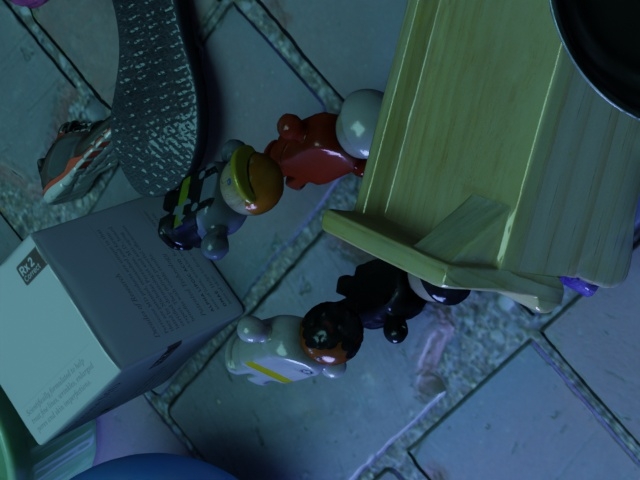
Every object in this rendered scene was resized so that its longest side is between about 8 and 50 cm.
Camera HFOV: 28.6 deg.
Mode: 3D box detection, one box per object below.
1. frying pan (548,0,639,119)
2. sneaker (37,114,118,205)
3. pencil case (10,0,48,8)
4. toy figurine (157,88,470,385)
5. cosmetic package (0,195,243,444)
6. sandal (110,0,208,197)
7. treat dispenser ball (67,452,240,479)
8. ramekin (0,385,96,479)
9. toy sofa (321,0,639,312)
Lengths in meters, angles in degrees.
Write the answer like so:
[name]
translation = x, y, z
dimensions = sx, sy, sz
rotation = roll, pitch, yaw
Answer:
[frying pan]
translation = 0.288, -0.165, 0.785
dimensions = 0.053, 0.326, 0.197
rotation = -157, 69, -75
[sneaker]
translation = -0.237, -0.096, 1.239
dimensions = 0.158, 0.061, 0.065
rotation = -36, 75, 35
[pencil case]
translation = -0.188, -0.265, 1.087
dimensions = 0.209, 0.095, 0.098
rotation = -13, 113, 13
[toy figurine]
translation = 0.000, 0.000, 1.010
dimensions = 0.148, 0.209, 0.213
rotation = -21, 93, 47
[cosmetic package]
translation = -0.207, 0.070, 1.190
dimensions = 0.151, 0.183, 0.151
rotation = -42, 80, 36
[sandal]
translation = -0.143, -0.168, 1.162
dimensions = 0.097, 0.054, 0.255
rotation = 0, 95, 25
[treat dispenser ball]
translation = -0.159, 0.346, 1.180
dimensions = 0.288, 0.288, 0.288
rotation = 11, 111, 31
[ramekin]
translation = -0.390, 0.200, 1.378
dimensions = 0.303, 0.148, 0.304
rotation = 11, 111, 32
[toy sofa]
translation = 0.146, -0.144, 0.881
dimensions = 0.150, 0.177, 0.363
rotation = 26, 106, 51
